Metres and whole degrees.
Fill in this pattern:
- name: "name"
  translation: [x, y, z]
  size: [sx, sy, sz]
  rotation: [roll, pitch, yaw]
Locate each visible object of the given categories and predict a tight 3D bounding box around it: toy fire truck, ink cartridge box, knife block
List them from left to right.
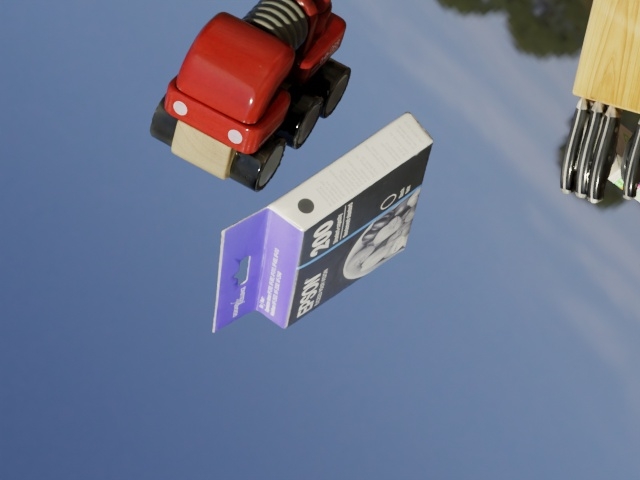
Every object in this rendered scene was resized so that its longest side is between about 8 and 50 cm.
- name: "toy fire truck"
  translation: [-0.025, -0.190, 1.570]
  size: [0.158, 0.246, 0.217]
  rotation: [28, -137, 11]
- name: "ink cartridge box"
  translation: [0.000, 0.000, 1.546]
  size: [0.045, 0.208, 0.206]
  rotation: [50, 159, 19]
- name: "knife block"
  translation: [0.317, -0.185, 1.791]
  size: [0.088, 0.242, 0.275]
  rotation: [-1, -118, -52]

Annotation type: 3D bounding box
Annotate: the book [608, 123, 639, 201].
- name: "book"
  translation: [0.369, -0.069, 1.942]
  size: [0.144, 0.035, 0.096]
  rotation: [32, -148, -29]
